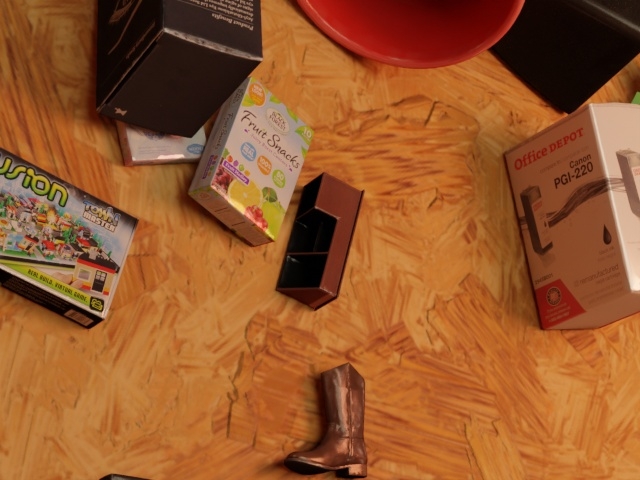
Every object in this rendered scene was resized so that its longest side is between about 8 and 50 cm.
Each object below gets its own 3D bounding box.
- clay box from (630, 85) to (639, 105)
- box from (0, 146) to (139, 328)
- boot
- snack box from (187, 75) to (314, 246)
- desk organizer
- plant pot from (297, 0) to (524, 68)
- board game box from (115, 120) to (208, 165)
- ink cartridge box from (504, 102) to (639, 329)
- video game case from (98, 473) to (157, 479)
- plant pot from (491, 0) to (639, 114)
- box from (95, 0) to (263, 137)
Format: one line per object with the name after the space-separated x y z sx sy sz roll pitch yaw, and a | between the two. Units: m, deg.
0.479 -0.128 2.080 0.222 0.053 0.127 28 68 7 | clay box
-0.278 -0.014 1.590 0.207 0.036 0.114 28 59 -22 | box
0.005 0.174 1.707 0.106 0.037 0.114 16 67 -43 | boot
-0.068 -0.079 1.742 0.100 0.037 0.141 41 53 -33 | snack box
0.000 0.000 1.765 0.050 0.047 0.130 26 59 -21 | desk organizer
0.121 -0.362 1.862 0.275 0.275 0.243 41 45 -14 | plant pot
-0.161 -0.120 1.719 0.090 0.020 0.090 -4 74 -35 | board game box
0.301 -0.025 1.905 0.092 0.158 0.217 1 71 -33 | ink cartridge box
-0.082 0.356 1.581 0.275 0.035 0.248 14 65 -29 | video game case
0.281 -0.290 1.987 0.167 0.188 0.187 26 60 -12 | plant pot
-0.139 -0.229 1.675 0.108 0.153 0.207 14 57 -28 | box
